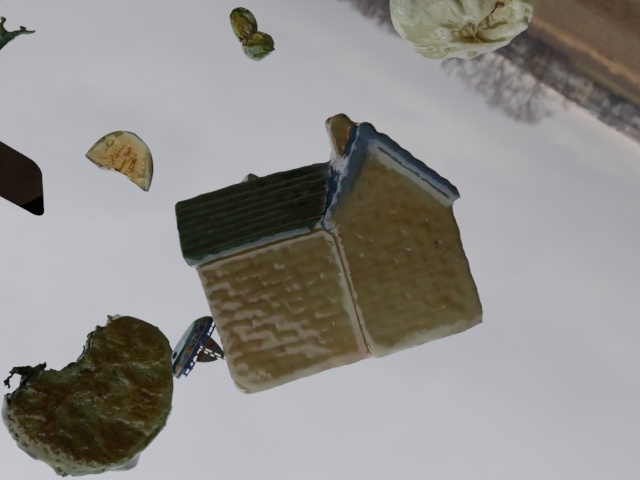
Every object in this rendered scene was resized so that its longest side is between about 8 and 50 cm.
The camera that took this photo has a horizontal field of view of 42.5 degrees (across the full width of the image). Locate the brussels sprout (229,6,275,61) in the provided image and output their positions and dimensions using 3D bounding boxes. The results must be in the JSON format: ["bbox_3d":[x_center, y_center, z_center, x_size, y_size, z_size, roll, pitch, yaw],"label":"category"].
[{"bbox_3d":[-0.101,-0.302,1.211,0.046,0.051,0.083,-23,-104,-25],"label":"brussels sprout"}]

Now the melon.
[{"bbox_3d":[-0.437,-0.192,1.878,0.160,0.128,0.079,31,-159,-7],"label":"melon"}]

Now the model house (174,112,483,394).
[{"bbox_3d":[0.000,0.000,1.249,0.334,0.382,0.342,-128,19,-83],"label":"model house"}]

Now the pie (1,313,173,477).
[{"bbox_3d":[-0.457,0.324,1.712,0.371,0.078,0.296,-34,-88,-30],"label":"pie"}]

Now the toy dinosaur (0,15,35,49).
[{"bbox_3d":[-0.468,-0.299,1.220,0.120,0.060,0.029,10,155,23],"label":"toy dinosaur"}]

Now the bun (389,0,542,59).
[{"bbox_3d":[0.198,-0.304,1.033,0.222,0.222,0.127,8,-144,-50],"label":"bun"}]

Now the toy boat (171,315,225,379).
[{"bbox_3d":[-0.263,0.243,1.861,0.110,0.175,0.091,32,175,-20],"label":"toy boat"}]

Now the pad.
[{"bbox_3d":[-0.678,-0.161,1.691,0.267,0.004,0.181,36,-155,-43],"label":"pad"}]

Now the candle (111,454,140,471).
[{"bbox_3d":[-0.492,0.442,1.806,0.169,0.068,0.192,3,-168,-46],"label":"candle"}]
